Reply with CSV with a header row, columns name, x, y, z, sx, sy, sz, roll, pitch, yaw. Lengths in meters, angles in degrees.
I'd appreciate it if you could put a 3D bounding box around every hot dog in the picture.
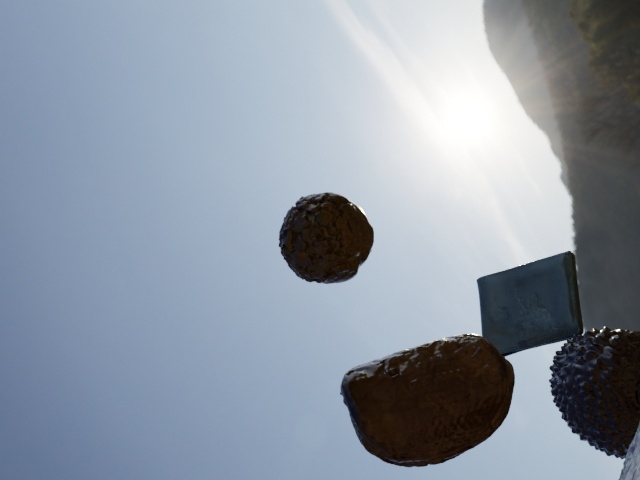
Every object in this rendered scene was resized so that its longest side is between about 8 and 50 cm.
name,x,y,z,sx,sy,sz,roll,pitch,yaw
hot dog,0.173,0.248,1.041,0.122,0.272,0.196,85,163,-46

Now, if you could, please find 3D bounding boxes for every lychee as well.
name,x,y,z,sx,sy,sz,roll,pitch,yaw
lychee,0.683,0.345,1.466,0.306,0.330,0.306,2,-98,-11

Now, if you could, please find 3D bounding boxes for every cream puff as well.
name,x,y,z,sx,sy,sz,roll,pitch,yaw
cream puff,0.000,0.000,0.999,0.115,0.165,0.150,-12,-118,-40

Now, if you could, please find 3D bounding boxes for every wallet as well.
name,x,y,z,sx,sy,sz,roll,pitch,yaw
wallet,0.554,0.177,1.728,0.054,0.290,0.251,32,-129,-37

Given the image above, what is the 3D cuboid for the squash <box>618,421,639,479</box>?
name,x,y,z,sx,sy,sz,roll,pitch,yaw
squash,0.538,0.404,0.813,0.310,0.309,0.310,-49,-31,-44
